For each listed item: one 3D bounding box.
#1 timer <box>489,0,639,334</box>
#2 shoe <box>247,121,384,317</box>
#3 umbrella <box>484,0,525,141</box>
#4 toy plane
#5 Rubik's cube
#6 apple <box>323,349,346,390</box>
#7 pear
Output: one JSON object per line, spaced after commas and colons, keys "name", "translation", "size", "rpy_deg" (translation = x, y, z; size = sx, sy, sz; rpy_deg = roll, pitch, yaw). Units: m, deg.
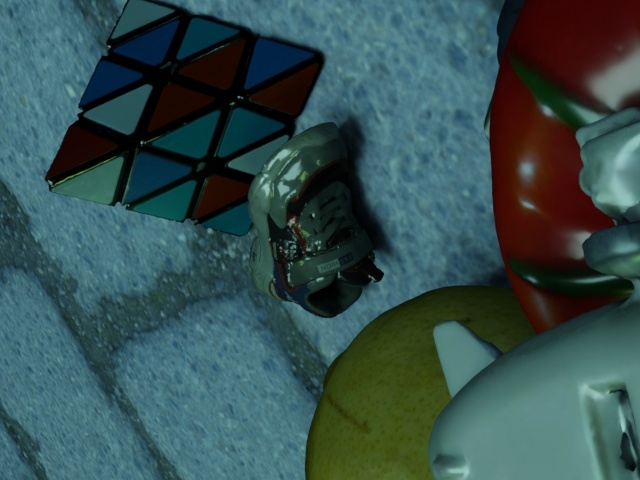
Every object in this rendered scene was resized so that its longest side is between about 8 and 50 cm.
{"name": "timer", "translation": [0.273, -0.034, 0.514], "size": [0.378, 0.279, 0.378], "rpy_deg": [29, 133, 37]}
{"name": "shoe", "translation": [0.000, 0.000, 0.988], "size": [0.125, 0.099, 0.227], "rpy_deg": [45, 147, 30]}
{"name": "umbrella", "translation": [0.157, -0.156, 0.733], "size": [0.071, 0.071, 0.248], "rpy_deg": [38, 138, 25]}
{"name": "toy plane", "translation": [0.141, 0.074, 0.407], "size": [0.267, 0.123, 0.266], "rpy_deg": [7, 99, 53]}
{"name": "Rubik's cube", "translation": [-0.146, -0.099, 0.982], "size": [0.250, 0.234, 0.284], "rpy_deg": [-7, 108, 50]}
{"name": "apple", "translation": [0.061, 0.153, 1.035], "size": [0.099, 0.102, 0.114], "rpy_deg": [21, 138, 55]}
{"name": "pear", "translation": [0.140, 0.188, 0.816], "size": [0.314, 0.314, 0.314], "rpy_deg": [28, 133, 34]}
